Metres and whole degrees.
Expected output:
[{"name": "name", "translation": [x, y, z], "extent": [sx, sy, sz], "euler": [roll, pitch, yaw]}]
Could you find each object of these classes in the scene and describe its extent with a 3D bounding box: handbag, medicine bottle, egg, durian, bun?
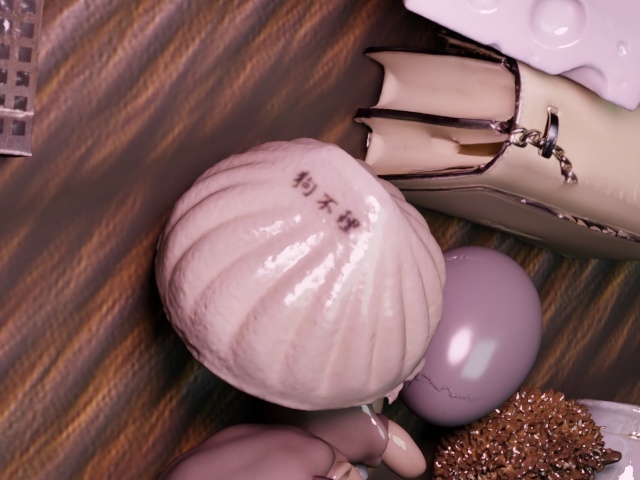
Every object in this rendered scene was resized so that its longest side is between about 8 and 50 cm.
[{"name": "handbag", "translation": [0.228, -0.083, 1.846], "extent": [0.358, 0.236, 0.160], "euler": [16, 86, -39]}, {"name": "medicine bottle", "translation": [0.325, 0.245, 2.012], "extent": [0.147, 0.147, 0.143], "euler": [22, 78, -38]}, {"name": "egg", "translation": [0.138, 0.092, 1.841], "extent": [0.146, 0.146, 0.199], "euler": [57, 39, -27]}, {"name": "durian", "translation": [0.211, 0.239, 1.899], "extent": [0.196, 0.167, 0.196], "euler": [-13, 139, -12]}, {"name": "bun", "translation": [0.000, 0.000, 1.634], "extent": [0.263, 0.263, 0.175], "euler": [-19, 149, -36]}]

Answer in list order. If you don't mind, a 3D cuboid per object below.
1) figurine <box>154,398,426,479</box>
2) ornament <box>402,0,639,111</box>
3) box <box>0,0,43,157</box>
[{"name": "figurine", "translation": [-0.030, 0.212, 1.687], "extent": [0.203, 0.248, 0.381], "euler": [42, 54, -19]}, {"name": "ornament", "translation": [0.214, -0.298, 1.712], "extent": [0.239, 0.240, 0.239], "euler": [23, 111, -15]}, {"name": "box", "translation": [-0.303, -0.234, 1.521], "extent": [0.180, 0.047, 0.325], "euler": [4, 92, -39]}]
